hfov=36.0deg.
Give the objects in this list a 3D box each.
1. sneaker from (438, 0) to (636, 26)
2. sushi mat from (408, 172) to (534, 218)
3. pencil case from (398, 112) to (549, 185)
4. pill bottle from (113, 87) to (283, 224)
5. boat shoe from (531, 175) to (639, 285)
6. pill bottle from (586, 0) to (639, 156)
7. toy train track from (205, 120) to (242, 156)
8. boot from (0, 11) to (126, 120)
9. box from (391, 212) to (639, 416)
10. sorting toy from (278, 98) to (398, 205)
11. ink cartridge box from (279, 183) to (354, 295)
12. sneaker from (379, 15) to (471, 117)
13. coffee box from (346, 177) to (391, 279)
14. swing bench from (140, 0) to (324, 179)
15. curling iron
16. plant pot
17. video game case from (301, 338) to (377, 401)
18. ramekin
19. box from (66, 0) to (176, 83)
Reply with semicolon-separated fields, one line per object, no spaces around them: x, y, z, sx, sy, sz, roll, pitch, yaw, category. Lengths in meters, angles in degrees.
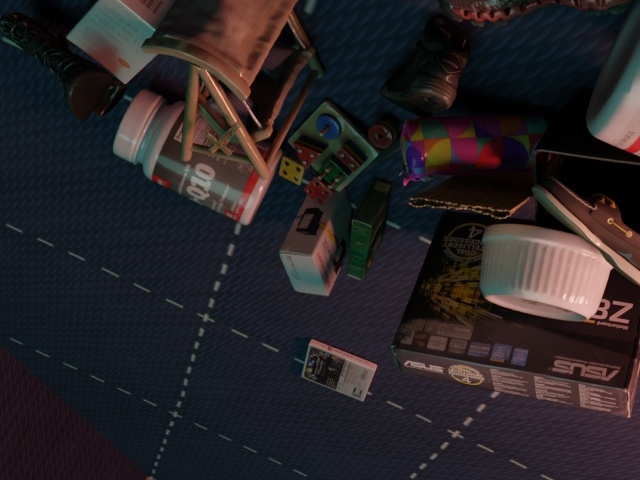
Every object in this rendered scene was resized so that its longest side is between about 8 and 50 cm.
0.275;-0.358;1.281;0.276;0.098;0.135;0;140;29;sneaker
0.260;-0.080;1.529;0.151;0.316;0.019;11;108;24;sushi mat
0.236;-0.142;1.525;0.236;0.104;0.104;-6;145;-5;pencil case
-0.227;-0.158;1.822;0.283;0.161;0.161;26;147;-1;pill bottle
0.398;-0.024;1.393;0.227;0.069;0.081;38;-175;-13;boat shoe
0.568;-0.163;1.243;0.407;0.229;0.229;23;147;3;pill bottle
-0.138;-0.153;1.446;0.048;0.014;0.083;42;138;-13;toy train track
-0.464;-0.311;1.705;0.229;0.091;0.263;38;-176;-2;boot
0.356;0.113;1.683;0.394;0.318;0.097;9;144;24;box
0.011;-0.153;1.737;0.132;0.046;0.274;45;137;-4;sorting toy
0.000;0.000;1.882;0.072;0.175;0.127;8;144;24;ink cartridge box
0.165;-0.262;1.510;0.087;0.130;0.227;26;175;-11;sneaker
0.091;-0.020;1.856;0.040;0.113;0.184;21;148;11;coffee box
-0.122;-0.279;1.504;0.165;0.253;0.255;13;146;17;swing bench
0.076;-0.152;1.749;0.274;0.035;0.068;-15;130;45;curling iron
0.428;-0.115;1.457;0.187;0.167;0.188;10;143;21;plant pot
0.043;0.323;2.444;0.173;0.022;0.190;21;147;5;video game case
0.346;0.054;1.536;0.207;0.109;0.207;14;170;2;ramekin
-0.324;-0.366;1.658;0.130;0.091;0.170;38;144;-21;box
